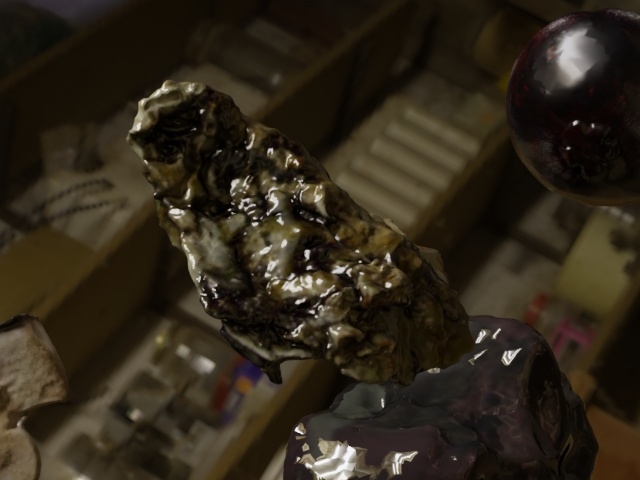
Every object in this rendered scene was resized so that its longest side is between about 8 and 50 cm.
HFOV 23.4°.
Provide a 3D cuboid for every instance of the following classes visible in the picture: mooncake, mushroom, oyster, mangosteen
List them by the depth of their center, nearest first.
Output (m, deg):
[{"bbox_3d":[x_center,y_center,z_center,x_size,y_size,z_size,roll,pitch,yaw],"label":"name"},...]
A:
[{"bbox_3d":[0.000,0.000,0.954,0.223,0.214,0.083,-2,-40,-52],"label":"oyster"},{"bbox_3d":[-0.346,0.185,1.456,0.236,0.173,0.162,-24,7,-13],"label":"mushroom"},{"bbox_3d":[0.146,0.270,1.600,0.381,0.212,0.350,-54,-46,-44],"label":"mooncake"},{"bbox_3d":[0.324,-0.160,1.720,0.265,0.228,0.228,-59,-10,-51],"label":"mangosteen"}]
